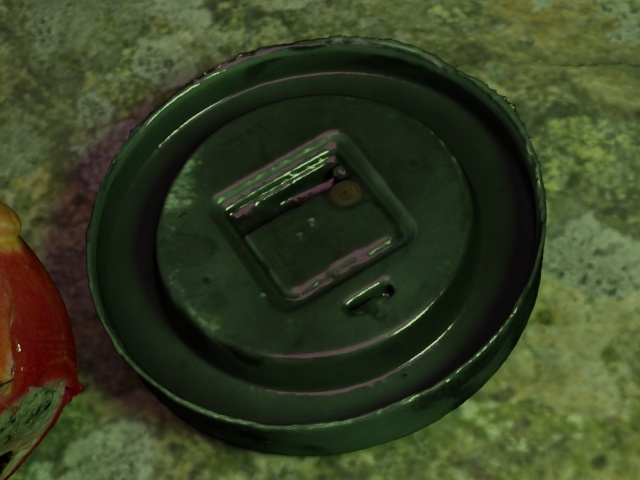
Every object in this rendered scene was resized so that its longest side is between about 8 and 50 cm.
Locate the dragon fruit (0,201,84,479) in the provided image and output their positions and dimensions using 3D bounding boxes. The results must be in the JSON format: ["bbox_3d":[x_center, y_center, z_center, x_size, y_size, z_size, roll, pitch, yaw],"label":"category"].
[{"bbox_3d":[-0.254,0.056,0.918,0.227,0.224,0.224,33,69,21],"label":"dragon fruit"}]

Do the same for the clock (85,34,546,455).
[{"bbox_3d":[0.000,0.000,0.995,0.280,0.055,0.281,-5,57,7],"label":"clock"}]
